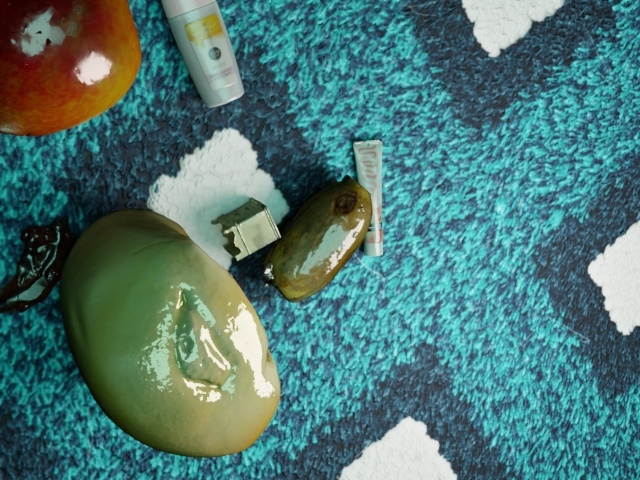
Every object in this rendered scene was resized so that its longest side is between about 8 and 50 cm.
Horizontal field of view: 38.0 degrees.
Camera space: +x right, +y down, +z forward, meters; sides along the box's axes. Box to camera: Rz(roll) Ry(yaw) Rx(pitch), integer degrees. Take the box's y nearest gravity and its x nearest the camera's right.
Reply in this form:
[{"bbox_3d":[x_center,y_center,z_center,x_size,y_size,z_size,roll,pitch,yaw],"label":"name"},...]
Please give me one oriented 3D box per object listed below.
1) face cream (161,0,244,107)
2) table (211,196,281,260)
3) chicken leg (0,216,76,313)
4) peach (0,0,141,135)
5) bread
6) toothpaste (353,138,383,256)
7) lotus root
[{"bbox_3d":[-0.182,-0.312,1.454,0.084,0.057,0.198,-27,112,-18],"label":"face cream"},{"bbox_3d":[-0.125,-0.020,1.536,0.083,0.079,0.062,-30,113,-14],"label":"table"},{"bbox_3d":[-0.450,0.055,1.422,0.089,0.048,0.219,35,86,-24],"label":"chicken leg"},{"bbox_3d":[-0.392,-0.272,1.273,0.274,0.245,0.249,-36,88,-19],"label":"peach"},{"bbox_3d":[-0.232,0.135,1.356,0.253,0.376,0.348,-34,115,-13],"label":"bread"},{"bbox_3d":[0.089,-0.075,1.647,0.056,0.036,0.205,-8,101,-21],"label":"toothpaste"},{"bbox_3d":[0.000,0.000,1.571,0.123,0.124,0.241,44,85,-19],"label":"lotus root"}]
